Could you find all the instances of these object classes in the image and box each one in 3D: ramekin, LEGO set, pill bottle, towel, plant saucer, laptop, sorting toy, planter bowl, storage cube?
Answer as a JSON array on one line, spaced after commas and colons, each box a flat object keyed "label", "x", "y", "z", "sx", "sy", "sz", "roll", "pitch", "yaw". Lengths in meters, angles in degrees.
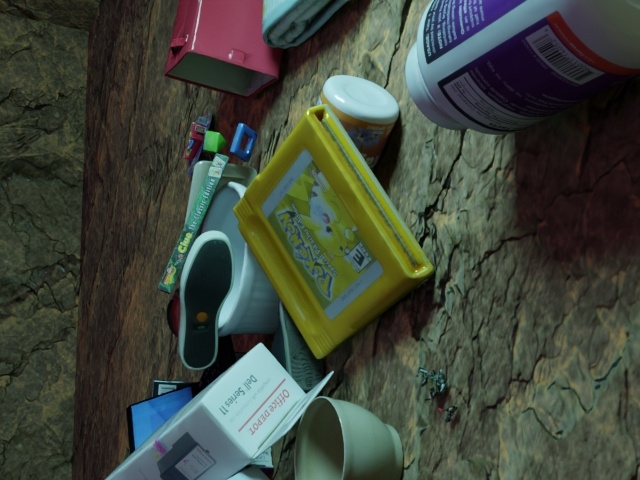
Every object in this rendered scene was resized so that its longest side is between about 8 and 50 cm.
[{"label": "ramekin", "x": -0.121, "y": 0.041, "z": 1.744, "sx": 0.277, "sy": 0.135, "sz": 0.277, "roll": -172, "pitch": 90, "yaw": -66}, {"label": "LEGO set", "x": 0.154, "y": 0.192, "z": 1.235, "sx": 0.054, "sy": 0.024, "sz": 0.083, "roll": -55, "pitch": 49, "yaw": 50}, {"label": "pill bottle", "x": 0.028, "y": -0.133, "z": 1.483, "sx": 0.121, "sy": 0.121, "sz": 0.216, "roll": -112, "pitch": 37, "yaw": -48}, {"label": "towel", "x": -0.003, "y": -0.545, "z": 1.726, "sx": 0.374, "sy": 0.090, "sz": 0.320, "roll": 163, "pitch": 115, "yaw": -64}, {"label": "plant saucer", "x": -0.268, "y": -0.124, "z": 2.252, "sx": 0.168, "sy": 0.029, "sz": 0.168, "roll": -173, "pitch": 90, "yaw": -67}, {"label": "laptop", "x": -0.249, "y": 0.319, "z": 1.767, "sx": 0.234, "sy": 0.137, "sz": 0.264, "roll": -108, "pitch": 34, "yaw": -44}, {"label": "sorting toy", "x": -0.207, "y": -0.063, "z": 1.910, "sx": 0.047, "sy": 0.196, "sz": 0.347, "roll": 13, "pitch": 96, "yaw": 28}, {"label": "pill bottle", "x": 0.222, "y": -0.219, "z": 1.004, "sx": 0.323, "sy": 0.182, "sz": 0.181, "roll": 157, "pitch": 118, "yaw": -63}, {"label": "planter bowl", "x": 0.045, "y": 0.299, "z": 1.328, "sx": 0.162, "sy": 0.109, "sz": 0.162, "roll": -172, "pitch": 90, "yaw": -67}, {"label": "storage cube", "x": -0.186, "y": -0.417, "z": 1.943, "sx": 0.184, "sy": 0.215, "sz": 0.193, "roll": -15, "pitch": 63, "yaw": 65}]

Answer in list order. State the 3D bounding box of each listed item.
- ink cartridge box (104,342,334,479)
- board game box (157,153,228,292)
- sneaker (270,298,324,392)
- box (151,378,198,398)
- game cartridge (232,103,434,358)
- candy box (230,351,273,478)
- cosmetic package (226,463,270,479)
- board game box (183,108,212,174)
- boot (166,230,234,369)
[{"label": "ink cartridge box", "x": -0.160, "y": 0.293, "z": 1.501, "sx": 0.353, "sy": 0.119, "sz": 0.207, "roll": -41, "pitch": 1, "yaw": 30}, {"label": "board game box", "x": -0.231, "y": -0.027, "z": 1.746, "sx": 0.136, "sy": 0.030, "sz": 0.259, "roll": 164, "pitch": 130, "yaw": -78}, {"label": "sneaker", "x": -0.051, "y": 0.145, "z": 1.620, "sx": 0.118, "sy": 0.083, "sz": 0.221, "roll": 155, "pitch": 118, "yaw": -63}, {"label": "box", "x": -0.292, "y": 0.420, "z": 1.981, "sx": 0.184, "sy": 0.103, "sz": 0.261, "roll": 109, "pitch": 165, "yaw": -80}, {"label": "game cartridge", "x": 0.000, "y": 0.000, "z": 1.433, "sx": 0.285, "sy": 0.053, "sz": 0.323, "roll": 58, "pitch": 143, "yaw": 11}, {"label": "candy box", "x": -0.159, "y": 0.347, "z": 1.813, "sx": 0.159, "sy": 0.071, "sz": 0.233, "roll": 126, "pitch": 144, "yaw": -46}, {"label": "cosmetic package", "x": -0.090, "y": 0.558, "z": 1.416, "sx": 0.284, "sy": 0.097, "sz": 0.377, "roll": 40, "pitch": 126, "yaw": 23}, {"label": "board game box", "x": -0.304, "y": -0.241, "z": 2.320, "sx": 0.133, "sy": 0.033, "sz": 0.168, "roll": -153, "pitch": 82, "yaw": -73}, {"label": "boot", "x": -0.219, "y": 0.078, "z": 1.684, "sx": 0.176, "sy": 0.089, "sz": 0.244, "roll": -131, "pitch": 50, "yaw": -61}]
